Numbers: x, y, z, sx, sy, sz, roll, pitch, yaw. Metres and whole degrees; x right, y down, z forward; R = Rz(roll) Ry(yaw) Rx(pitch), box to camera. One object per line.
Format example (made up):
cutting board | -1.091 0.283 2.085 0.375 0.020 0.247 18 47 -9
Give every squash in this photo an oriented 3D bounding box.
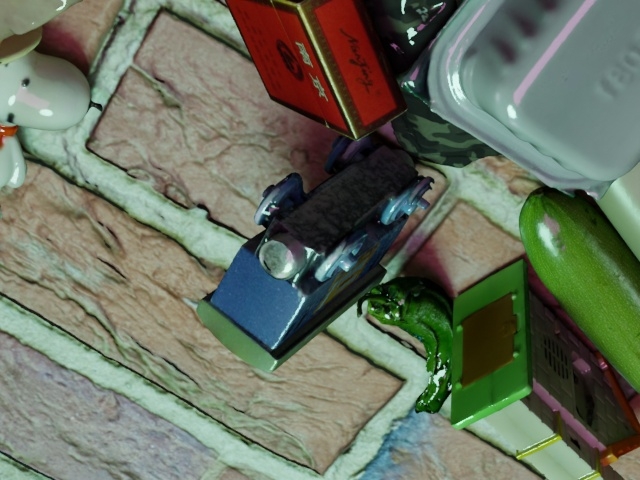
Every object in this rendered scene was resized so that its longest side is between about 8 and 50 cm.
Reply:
squash | 0.350 0.081 1.481 0.107 0.107 0.395 -33 112 27

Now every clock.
clock | 0.273 0.191 1.507 0.106 0.220 0.255 -33 117 28

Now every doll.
doll | -0.399 -0.143 1.489 0.208 0.144 0.271 38 117 -22

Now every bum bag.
bum bag | 0.104 -0.191 1.309 0.144 0.095 0.340 14 145 35

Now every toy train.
toy train | 0.000 0.000 1.403 0.131 0.300 0.202 40 126 11

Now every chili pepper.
chili pepper | 0.108 0.105 1.542 0.065 0.122 0.279 8 152 34

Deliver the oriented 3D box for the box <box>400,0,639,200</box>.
box | 0.280 -0.194 1.202 0.264 0.106 0.336 29 111 -21

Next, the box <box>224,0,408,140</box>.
box | -0.014 -0.203 1.317 0.074 0.240 0.153 -28 115 -15

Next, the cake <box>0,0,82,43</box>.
cake | -0.271 -0.355 1.240 0.237 0.309 0.230 -25 110 28

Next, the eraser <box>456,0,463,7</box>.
eraser | 0.263 -0.373 1.237 0.397 0.082 0.213 -23 113 24

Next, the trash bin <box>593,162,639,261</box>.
trash bin | 0.437 -0.048 1.379 0.243 0.121 0.247 -32 107 27
